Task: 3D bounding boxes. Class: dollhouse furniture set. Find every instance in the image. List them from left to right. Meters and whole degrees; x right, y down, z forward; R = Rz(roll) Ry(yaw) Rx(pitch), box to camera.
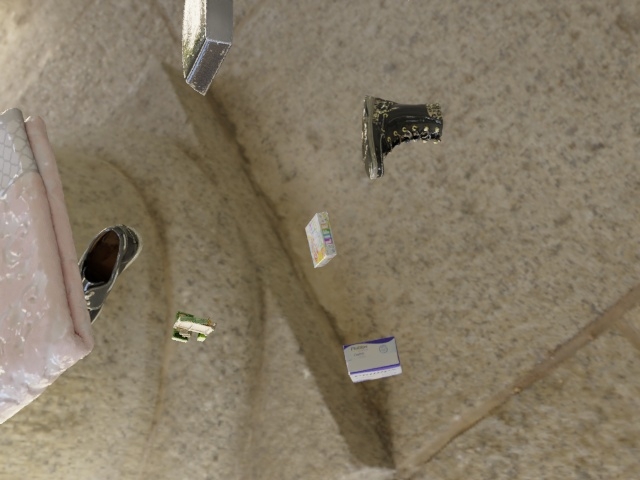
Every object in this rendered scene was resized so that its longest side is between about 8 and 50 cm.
[{"bbox_3d":[-0.260,0.162,1.590,0.151,0.076,0.059,139,143,-60],"label":"dollhouse furniture set"}]

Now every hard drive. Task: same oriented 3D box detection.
[{"bbox_3d":[-0.216,-0.426,1.492,0.172,0.054,0.255,-46,41,51],"label":"hard drive"}]

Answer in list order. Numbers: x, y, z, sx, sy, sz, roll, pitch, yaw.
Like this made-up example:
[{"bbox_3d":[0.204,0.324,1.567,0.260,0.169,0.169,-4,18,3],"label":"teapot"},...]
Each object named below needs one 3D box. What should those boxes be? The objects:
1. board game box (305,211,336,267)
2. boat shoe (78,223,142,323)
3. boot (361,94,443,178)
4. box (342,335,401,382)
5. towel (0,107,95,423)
[{"bbox_3d":[0.000,0.000,1.866,0.154,0.026,0.104,130,128,-74],"label":"board game box"},{"bbox_3d":[-0.394,0.072,1.322,0.084,0.079,0.233,35,92,3],"label":"boat shoe"},{"bbox_3d":[0.181,-0.228,1.711,0.178,0.085,0.237,3,49,-2],"label":"boot"},{"bbox_3d":[0.126,0.287,1.879,0.126,0.137,0.072,-11,70,4],"label":"box"},{"bbox_3d":[-0.384,0.066,0.831,0.331,0.053,0.317,-37,56,22],"label":"towel"}]
